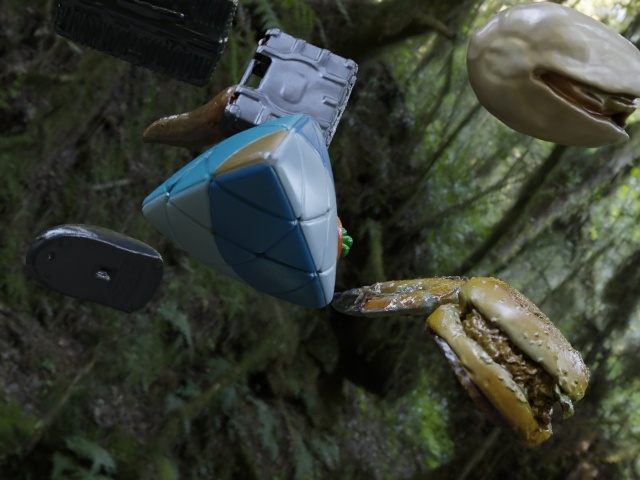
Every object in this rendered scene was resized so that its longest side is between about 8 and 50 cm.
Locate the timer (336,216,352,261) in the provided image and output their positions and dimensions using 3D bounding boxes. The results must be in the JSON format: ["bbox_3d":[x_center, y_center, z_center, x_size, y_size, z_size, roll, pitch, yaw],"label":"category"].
[{"bbox_3d":[0.000,0.000,1.696,0.136,0.136,0.099,47,17,-51],"label":"timer"}]

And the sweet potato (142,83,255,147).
[{"bbox_3d":[-0.242,-0.238,1.856,0.292,0.097,0.097,-19,-43,28],"label":"sweet potato"}]

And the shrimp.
[{"bbox_3d":[0.110,0.102,1.506,0.164,0.062,0.317,-11,2,-44],"label":"shrimp"}]

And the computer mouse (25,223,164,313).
[{"bbox_3d":[-0.420,0.042,1.659,0.270,0.137,0.086,22,13,-40],"label":"computer mouse"}]

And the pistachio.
[{"bbox_3d":[0.347,-0.235,1.308,0.299,0.187,0.187,18,0,-27],"label":"pistachio"}]

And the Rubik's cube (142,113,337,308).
[{"bbox_3d":[-0.097,-0.057,1.018,0.254,0.254,0.254,35,-9,6],"label":"Rubik's cube"}]

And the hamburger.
[{"bbox_3d":[0.203,0.126,0.970,0.181,0.118,0.191,54,2,22],"label":"hamburger"}]

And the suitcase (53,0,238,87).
[{"bbox_3d":[-0.233,-0.363,1.278,0.230,0.152,0.335,18,31,-15],"label":"suitcase"}]

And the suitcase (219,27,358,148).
[{"bbox_3d":[-0.056,-0.273,1.720,0.206,0.285,0.066,23,-39,-3],"label":"suitcase"}]
